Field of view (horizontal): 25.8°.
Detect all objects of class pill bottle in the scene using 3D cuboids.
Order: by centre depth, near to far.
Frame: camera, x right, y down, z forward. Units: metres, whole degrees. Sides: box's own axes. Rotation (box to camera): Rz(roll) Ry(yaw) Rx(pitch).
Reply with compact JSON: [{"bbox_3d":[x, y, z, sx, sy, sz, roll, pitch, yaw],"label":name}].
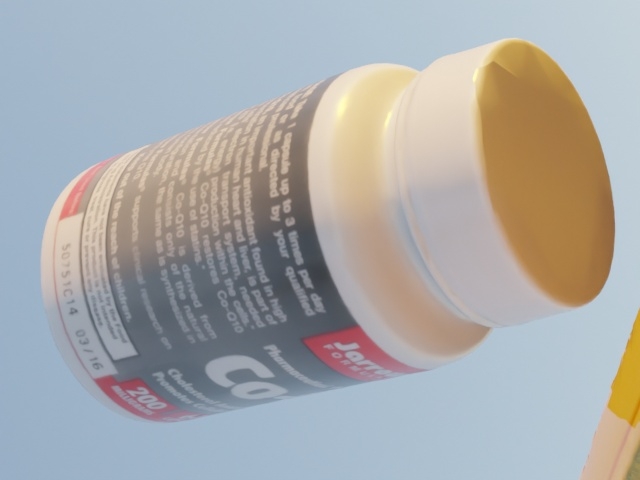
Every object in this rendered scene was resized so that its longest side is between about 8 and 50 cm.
[{"bbox_3d":[0.000,0.000,0.751,0.161,0.283,0.161,25,-122,-47],"label":"pill bottle"}]

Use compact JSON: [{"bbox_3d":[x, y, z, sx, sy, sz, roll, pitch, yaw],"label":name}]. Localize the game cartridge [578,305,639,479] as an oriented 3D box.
[{"bbox_3d":[0.239,0.077,0.389,0.285,0.324,0.052,93,180,-49],"label":"game cartridge"}]
